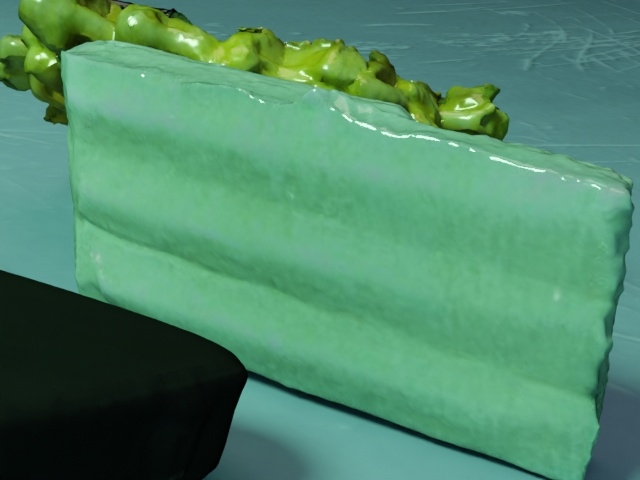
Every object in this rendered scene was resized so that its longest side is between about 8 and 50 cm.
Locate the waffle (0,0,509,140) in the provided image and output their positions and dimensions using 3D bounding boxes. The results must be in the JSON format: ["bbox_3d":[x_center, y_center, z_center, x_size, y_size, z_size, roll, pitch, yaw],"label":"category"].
[{"bbox_3d":[-0.041,-0.061,0.695,0.243,0.059,0.238,16,-7,-4],"label":"waffle"}]

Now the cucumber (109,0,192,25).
[{"bbox_3d":[-0.174,-0.185,1.209,0.134,0.033,0.034,9,-20,8],"label":"cucumber"}]

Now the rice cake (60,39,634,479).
[{"bbox_3d":[0.000,0.000,0.536,0.237,0.127,0.043,15,25,26],"label":"rice cake"}]

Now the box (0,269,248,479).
[{"bbox_3d":[-0.192,0.027,0.386,0.289,0.073,0.290,14,5,17],"label":"box"}]
